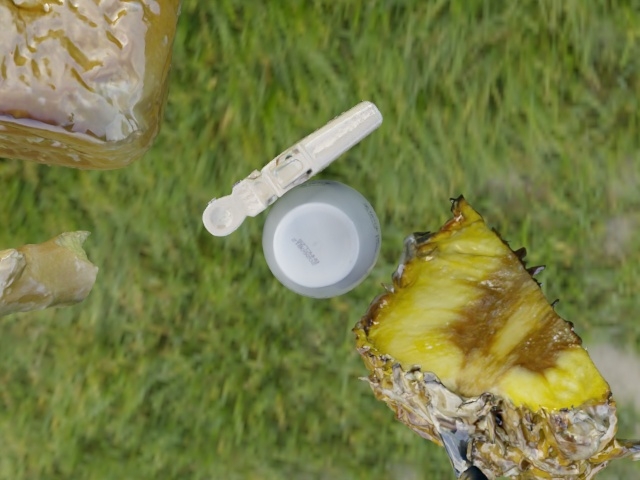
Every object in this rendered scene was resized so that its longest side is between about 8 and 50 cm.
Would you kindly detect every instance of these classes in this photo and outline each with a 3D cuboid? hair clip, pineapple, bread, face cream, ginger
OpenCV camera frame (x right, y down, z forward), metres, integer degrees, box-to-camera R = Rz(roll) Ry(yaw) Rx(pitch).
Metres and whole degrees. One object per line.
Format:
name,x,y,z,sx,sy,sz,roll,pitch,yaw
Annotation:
hair clip,-0.027,-0.059,1.541,0.034,0.072,0.226,55,143,-4
pineapple,0.120,0.120,1.371,0.158,0.334,0.161,-21,126,-15
bread,-0.183,-0.172,1.209,0.196,0.246,0.176,14,168,-8
face cream,0.000,0.000,1.380,0.091,0.095,0.091,0,94,3
ginger,-0.171,0.024,1.047,0.057,0.137,0.044,-12,95,35
